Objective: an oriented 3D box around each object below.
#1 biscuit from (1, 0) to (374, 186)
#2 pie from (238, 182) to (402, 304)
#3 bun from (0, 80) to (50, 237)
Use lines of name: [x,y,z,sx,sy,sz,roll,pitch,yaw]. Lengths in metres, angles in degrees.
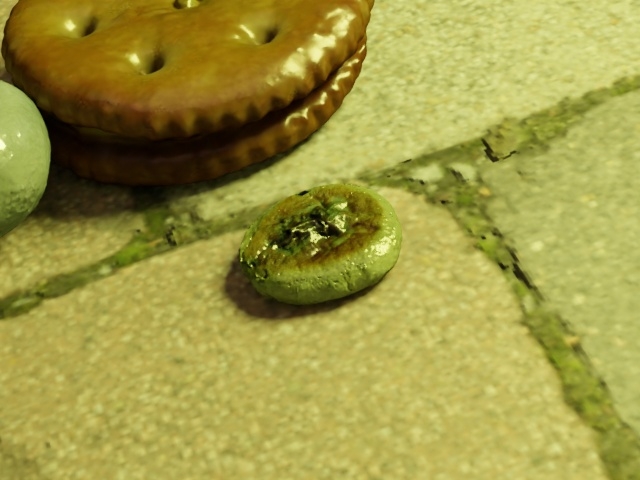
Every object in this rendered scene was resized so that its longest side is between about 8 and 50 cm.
biscuit: [-0.076,-0.117,0.771,0.221,0.066,0.220,-5,43,5]
pie: [-0.001,-0.001,0.653,0.084,0.021,0.084,-7,42,6]
bun: [-0.207,-0.030,0.695,0.141,0.083,0.140,-12,32,8]
